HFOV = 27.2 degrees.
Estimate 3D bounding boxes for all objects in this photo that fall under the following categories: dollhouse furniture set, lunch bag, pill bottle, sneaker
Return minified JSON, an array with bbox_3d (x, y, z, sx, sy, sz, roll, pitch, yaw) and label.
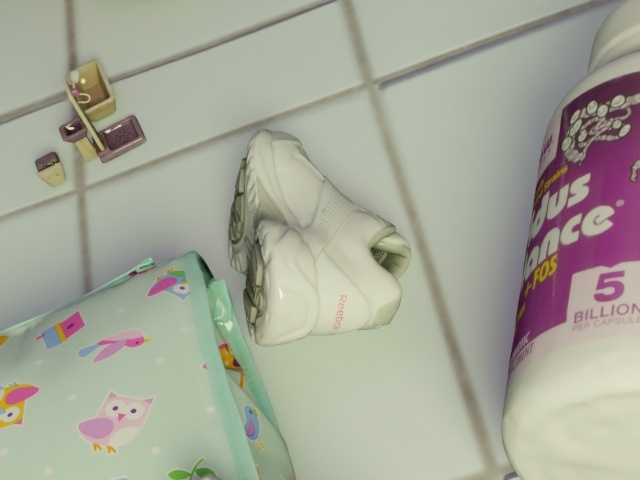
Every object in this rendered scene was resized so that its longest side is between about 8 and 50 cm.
[{"bbox_3d":[-0.213,-0.120,1.090,0.091,0.081,0.114,-27,45,-2],"label":"dollhouse furniture set"},{"bbox_3d":[-0.130,0.144,0.766,0.223,0.160,0.262,-25,51,2],"label":"lunch bag"},{"bbox_3d":[0.201,-0.001,0.744,0.169,0.169,0.301,-2,49,22],"label":"pill bottle"},{"bbox_3d":[0.000,0.000,0.904,0.115,0.090,0.232,6,31,-13],"label":"sneaker"}]

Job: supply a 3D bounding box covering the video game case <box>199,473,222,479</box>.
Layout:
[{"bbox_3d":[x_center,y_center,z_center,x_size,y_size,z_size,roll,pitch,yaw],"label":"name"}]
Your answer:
[{"bbox_3d":[-0.036,0.243,0.617,0.183,0.023,0.201,34,90,5],"label":"video game case"}]
